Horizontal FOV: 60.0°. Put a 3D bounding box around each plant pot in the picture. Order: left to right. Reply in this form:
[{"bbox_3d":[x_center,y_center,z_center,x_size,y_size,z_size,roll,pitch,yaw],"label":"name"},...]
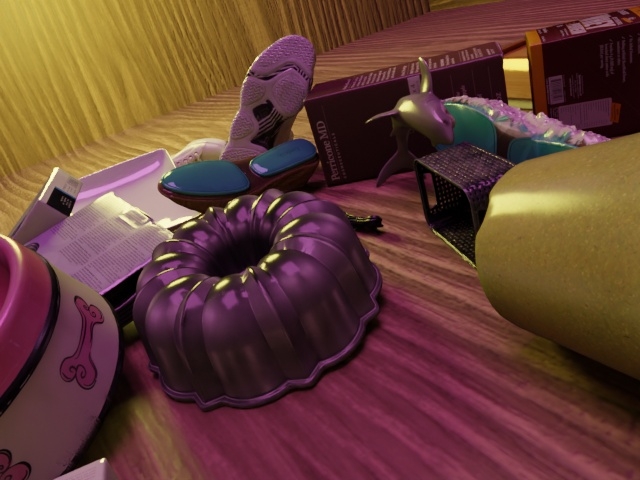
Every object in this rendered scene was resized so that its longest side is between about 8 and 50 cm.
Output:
[{"bbox_3d":[0.284,0.010,0.472,0.276,0.276,0.254,-29,17,-23],"label":"plant pot"}]

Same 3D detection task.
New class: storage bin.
[{"bbox_3d":[0.210,-0.053,0.770,0.084,0.122,0.180,-20,25,-5],"label":"storage bin"}]

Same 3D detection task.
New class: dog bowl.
[{"bbox_3d":[-0.441,0.154,0.608,0.408,0.150,0.408,-12,42,11],"label":"dog bowl"}]

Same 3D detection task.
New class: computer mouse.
[{"bbox_3d":[0.000,0.000,0.888,0.193,0.042,0.106,-31,29,-27],"label":"computer mouse"}]

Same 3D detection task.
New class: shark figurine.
[{"bbox_3d":[0.132,-0.194,0.951,0.116,0.166,0.278,-16,-6,-8],"label":"shark figurine"}]

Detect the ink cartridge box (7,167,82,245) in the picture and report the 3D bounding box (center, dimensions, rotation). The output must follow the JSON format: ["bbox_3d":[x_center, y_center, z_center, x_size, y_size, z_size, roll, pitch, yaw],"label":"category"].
[{"bbox_3d":[-0.571,0.029,1.038,0.332,0.065,0.165,-47,30,14],"label":"ink cartridge box"}]

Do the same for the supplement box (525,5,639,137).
[{"bbox_3d":[0.484,-0.293,1.000,0.194,0.191,0.129,-7,27,20],"label":"supplement box"}]

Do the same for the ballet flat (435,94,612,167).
[{"bbox_3d":[0.331,-0.139,0.882,0.147,0.147,0.409,-23,31,-12],"label":"ballet flat"}]

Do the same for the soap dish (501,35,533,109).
[{"bbox_3d":[0.511,-0.395,1.278,0.229,0.118,0.291,-26,26,-18],"label":"soap dish"}]

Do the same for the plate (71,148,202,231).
[{"bbox_3d":[-0.410,-0.066,1.153,0.278,0.045,0.277,-25,48,-16],"label":"plate"}]

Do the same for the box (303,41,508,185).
[{"bbox_3d":[0.177,-0.251,1.112,0.381,0.191,0.143,-9,26,18],"label":"box"}]

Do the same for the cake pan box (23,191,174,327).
[{"bbox_3d":[-0.361,0.046,0.860,0.246,0.070,0.267,-42,45,-24],"label":"cake pan box"}]

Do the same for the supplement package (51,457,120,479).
[{"bbox_3d":[-0.182,0.268,0.386,0.105,0.105,0.179,-22,25,-10],"label":"supplement package"}]

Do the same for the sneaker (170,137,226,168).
[{"bbox_3d":[-0.354,-0.167,1.404,0.290,0.106,0.123,-15,34,22],"label":"sneaker"}]

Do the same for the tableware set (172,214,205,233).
[{"bbox_3d":[-0.322,-0.026,1.174,0.141,0.020,0.169,6,34,40],"label":"tableware set"}]

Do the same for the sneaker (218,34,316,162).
[{"bbox_3d":[-0.115,-0.292,1.271,0.137,0.365,0.210,26,19,-4],"label":"sneaker"}]

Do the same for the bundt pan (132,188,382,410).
[{"bbox_3d":[-0.093,0.046,0.712,0.331,0.124,0.331,-14,34,10],"label":"bundt pan"}]

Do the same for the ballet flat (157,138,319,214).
[{"bbox_3d":[-0.154,-0.108,1.108,0.342,0.124,0.116,-23,55,-31],"label":"ballet flat"}]
